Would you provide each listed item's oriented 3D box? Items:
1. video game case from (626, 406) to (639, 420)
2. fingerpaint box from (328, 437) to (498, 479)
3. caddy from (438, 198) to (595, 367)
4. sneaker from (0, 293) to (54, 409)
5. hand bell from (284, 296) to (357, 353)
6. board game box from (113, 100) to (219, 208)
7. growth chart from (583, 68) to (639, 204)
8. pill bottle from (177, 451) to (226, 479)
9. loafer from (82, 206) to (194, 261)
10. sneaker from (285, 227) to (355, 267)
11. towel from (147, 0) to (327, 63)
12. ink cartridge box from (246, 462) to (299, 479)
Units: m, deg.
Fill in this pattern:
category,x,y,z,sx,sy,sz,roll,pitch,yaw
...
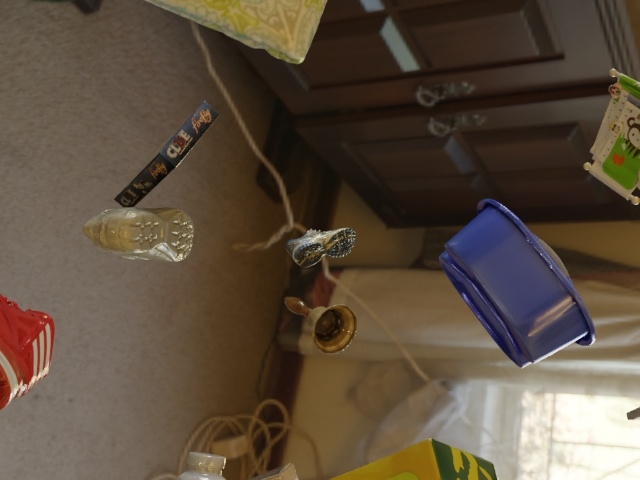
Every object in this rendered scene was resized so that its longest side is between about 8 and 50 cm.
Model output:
category,x,y,z,sx,sy,sz,roll,pitch,yaw
video game case,0.656,0.299,1.506,0.157,0.143,0.019,119,-28,-60
fingerpaint box,0.007,0.462,0.849,0.163,0.445,0.371,32,36,-47
caddy,0.382,0.079,1.602,0.341,0.179,0.241,55,-5,11
sneaker,-0.376,0.074,0.917,0.221,0.087,0.128,65,15,0
hand bell,-0.025,0.184,2.109,0.126,0.242,0.126,-10,110,-29
board game box,-0.310,-0.165,1.672,0.042,0.243,0.165,42,53,-14
growth chart,0.619,-0.206,1.683,0.021,0.172,0.237,-9,122,-34
pill bottle,-0.237,0.515,1.646,0.103,0.103,0.184,28,68,-57
loafer,-0.340,-0.016,1.620,0.319,0.111,0.112,20,77,-74
sneaker,0.000,0.000,1.393,0.135,0.058,0.052,-14,122,-38
towel,-0.142,-0.463,1.168,0.090,0.374,0.320,-169,-81,-79
ink cartridge box,-0.109,0.624,1.784,0.234,0.193,0.088,66,12,6
